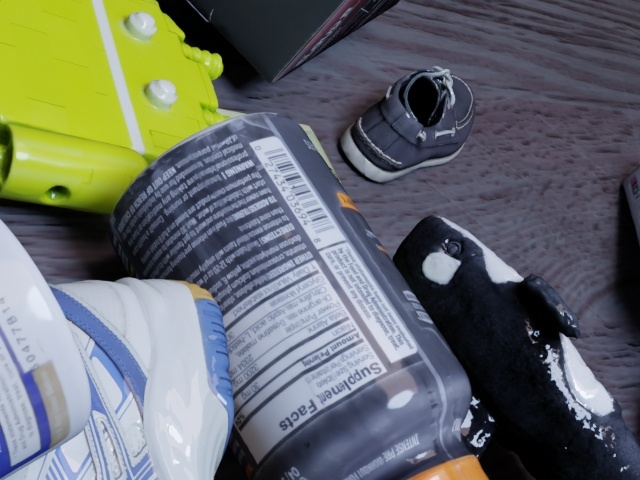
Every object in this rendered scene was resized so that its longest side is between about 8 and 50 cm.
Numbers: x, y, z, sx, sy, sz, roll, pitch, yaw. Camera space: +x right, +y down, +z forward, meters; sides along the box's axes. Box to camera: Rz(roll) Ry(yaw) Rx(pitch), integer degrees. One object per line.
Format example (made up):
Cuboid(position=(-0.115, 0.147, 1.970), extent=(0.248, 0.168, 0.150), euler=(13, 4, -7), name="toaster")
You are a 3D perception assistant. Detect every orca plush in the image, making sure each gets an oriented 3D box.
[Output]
Cuboid(position=(0.121, 0.123, 0.839), extent=(0.102, 0.151, 0.287), euler=(-32, 92, -20), name="orca plush")

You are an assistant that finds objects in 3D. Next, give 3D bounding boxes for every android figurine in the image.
Cuboid(position=(-0.167, -0.113, 0.807), extent=(0.272, 0.056, 0.248), euler=(13, 44, -36), name="android figurine")

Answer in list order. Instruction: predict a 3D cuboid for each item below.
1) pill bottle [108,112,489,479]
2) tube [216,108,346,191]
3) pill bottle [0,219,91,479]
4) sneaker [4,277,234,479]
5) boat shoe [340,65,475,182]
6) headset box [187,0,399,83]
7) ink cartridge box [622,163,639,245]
Cuboid(position=(-0.005, 0.061, 0.715), extent=(0.130, 0.130, 0.246), euler=(-8, 60, -51), name="pill bottle")
Cuboid(position=(0.000, 0.000, 0.859), extent=(0.070, 0.062, 0.240), euler=(66, -2, -55), name="tube")
Cuboid(position=(-0.190, 0.069, 0.479), extent=(0.186, 0.112, 0.112), euler=(-31, 75, -28), name="pill bottle")
Cuboid(position=(-0.100, 0.143, 0.570), extent=(0.131, 0.112, 0.296), euler=(5, 44, -22), name="sneaker")
Cuboid(position=(0.089, -0.104, 1.059), extent=(0.075, 0.065, 0.206), euler=(47, 33, 6), name="boat shoe")
Cuboid(position=(-0.034, -0.257, 1.001), extent=(0.218, 0.110, 0.293), euler=(46, 33, 1), name="headset box")
Cuboid(position=(0.415, 0.083, 1.153), extent=(0.324, 0.071, 0.330), euler=(39, 23, -8), name="ink cartridge box")
